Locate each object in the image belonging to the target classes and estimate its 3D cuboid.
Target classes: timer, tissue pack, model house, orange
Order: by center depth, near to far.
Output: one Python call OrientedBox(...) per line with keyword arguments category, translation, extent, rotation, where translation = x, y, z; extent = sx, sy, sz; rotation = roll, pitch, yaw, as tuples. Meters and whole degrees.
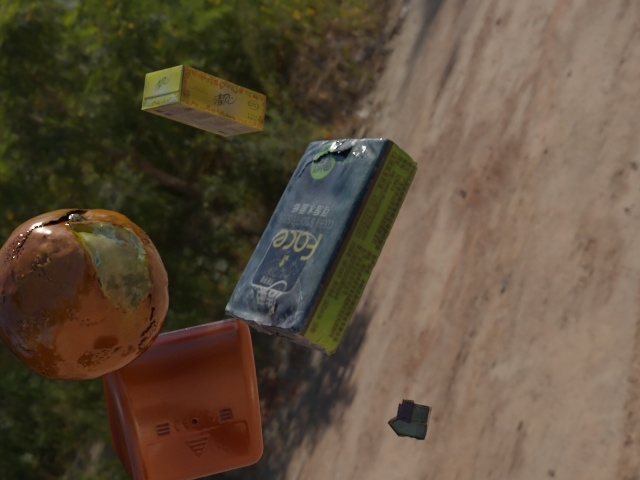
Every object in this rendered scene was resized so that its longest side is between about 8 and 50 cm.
OrientedBox(category="tissue pack", translation=(0.000, 0.000, 1.278), extent=(0.173, 0.073, 0.236), rotation=(11, 72, 59))
OrientedBox(category="orange", translation=(-0.319, 0.068, 1.514), extent=(0.240, 0.240, 0.240), rotation=(-61, 12, 23))
OrientedBox(category="model house", translation=(0.127, 0.257, 1.644), extent=(0.083, 0.058, 0.057), rotation=(22, -100, -81))
OrientedBox(category="tissue pack", translation=(-0.179, -0.216, 1.776), extent=(0.095, 0.176, 0.062), rotation=(-5, 78, 44))
OrientedBox(category="timer", translation=(-0.232, 0.271, 1.948), extent=(0.161, 0.257, 0.250), rotation=(-134, 36, -64))
